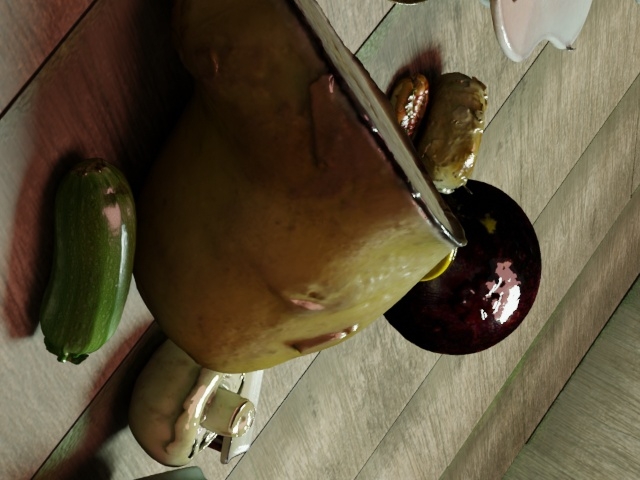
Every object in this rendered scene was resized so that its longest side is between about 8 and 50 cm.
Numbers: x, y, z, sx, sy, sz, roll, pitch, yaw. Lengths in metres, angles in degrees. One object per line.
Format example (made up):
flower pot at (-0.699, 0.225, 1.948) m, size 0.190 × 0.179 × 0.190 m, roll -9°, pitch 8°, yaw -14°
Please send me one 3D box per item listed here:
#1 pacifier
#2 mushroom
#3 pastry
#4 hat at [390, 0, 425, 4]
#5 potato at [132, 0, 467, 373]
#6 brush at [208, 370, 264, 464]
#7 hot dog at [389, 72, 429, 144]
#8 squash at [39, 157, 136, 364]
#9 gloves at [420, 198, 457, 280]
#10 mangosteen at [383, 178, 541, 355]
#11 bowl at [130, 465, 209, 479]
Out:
pacifier at (0.283, -0.327, 2.030) m, size 0.220 × 0.273 × 0.332 m, roll -51°, pitch 165°, yaw 27°
mushroom at (-0.130, 0.169, 1.858) m, size 0.154 × 0.122 × 0.154 m, roll -56°, pitch 161°, yaw -31°
pastry at (0.155, -0.131, 2.141) m, size 0.153 × 0.081 × 0.153 m, roll 9°, pitch 90°, yaw -88°
hat at (0.057, -0.299, 1.747) m, size 0.146 × 0.067 × 0.146 m, roll 4°, pitch 84°, yaw -40°
potato at (-0.065, -0.044, 1.570) m, size 0.296 × 0.290 × 0.397 m, roll -34°, pitch 141°, yaw 8°
brush at (-0.082, 0.101, 2.000) m, size 0.060 × 0.050 × 0.321 m, roll -24°, pitch 133°, yaw -55°
hot dog at (0.096, -0.132, 2.100) m, size 0.062 × 0.038 × 0.144 m, roll -36°, pitch 150°, yaw -49°
squash at (-0.202, 0.022, 1.542) m, size 0.068 × 0.077 × 0.219 m, roll -100°, pitch -158°, yaw -50°
gloves at (0.033, 0.028, 2.029) m, size 0.294 × 0.116 × 0.133 m, roll -23°, pitch 127°, yaw -51°
mangosteen at (0.165, 0.024, 2.284) m, size 0.228 × 0.228 × 0.265 m, roll -65°, pitch -160°, yaw 15°
bowl at (-0.172, 0.322, 1.862) m, size 0.289 × 0.146 × 0.289 m, roll -15°, pitch 173°, yaw -2°
